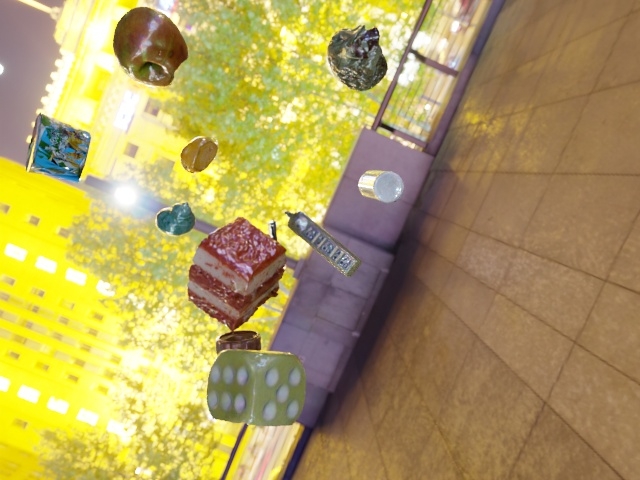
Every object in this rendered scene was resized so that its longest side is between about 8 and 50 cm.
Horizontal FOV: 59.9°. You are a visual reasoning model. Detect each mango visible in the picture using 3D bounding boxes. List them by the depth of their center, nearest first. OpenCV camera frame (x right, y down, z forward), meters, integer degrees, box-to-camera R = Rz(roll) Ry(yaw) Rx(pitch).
[{"bbox_3d":[-0.439,-0.322,2.026,0.217,0.102,0.141,-55,-14,-59],"label":"mango"}]

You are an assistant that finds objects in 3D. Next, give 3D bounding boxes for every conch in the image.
[{"bbox_3d":[-0.655,-0.101,2.521,0.202,0.134,0.196,-25,44,17],"label":"conch"}]

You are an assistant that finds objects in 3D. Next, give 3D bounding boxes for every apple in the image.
[{"bbox_3d":[-0.564,-0.651,1.857,0.246,0.246,0.226,120,148,-62],"label":"apple"}]

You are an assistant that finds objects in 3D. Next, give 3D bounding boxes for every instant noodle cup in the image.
[{"bbox_3d":[-0.949,-0.333,2.019,0.240,0.178,0.240,-25,59,51],"label":"instant noodle cup"}]

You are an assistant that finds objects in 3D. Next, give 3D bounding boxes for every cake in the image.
[{"bbox_3d":[-0.309,0.120,2.053,0.269,0.270,0.319,-42,-22,-45],"label":"cake"}]

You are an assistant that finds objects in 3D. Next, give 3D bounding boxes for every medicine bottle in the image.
[{"bbox_3d":[0.167,-0.153,1.553,0.183,0.086,0.086,-134,67,-78],"label":"medicine bottle"}]

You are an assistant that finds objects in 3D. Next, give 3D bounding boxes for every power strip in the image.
[{"bbox_3d":[0.000,0.000,2.321,0.092,0.387,0.066,-51,-5,7],"label":"power strip"}]

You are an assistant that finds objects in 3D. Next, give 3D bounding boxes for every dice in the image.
[{"bbox_3d":[-0.202,0.461,1.752,0.238,0.233,0.227,-7,75,40],"label":"dice"}]

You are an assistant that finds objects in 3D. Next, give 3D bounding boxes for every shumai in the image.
[{"bbox_3d":[0.137,-0.698,2.088,0.189,0.256,0.218,-51,0,-7],"label":"shumai"}]

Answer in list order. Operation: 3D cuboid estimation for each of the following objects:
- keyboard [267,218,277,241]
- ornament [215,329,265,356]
[{"bbox_3d":[-0.213,-0.044,2.458,0.317,0.027,0.106,-167,72,-83],"label":"keyboard"},{"bbox_3d":[-0.305,0.472,2.140,0.235,0.221,0.218,-19,-74,-66],"label":"ornament"}]
